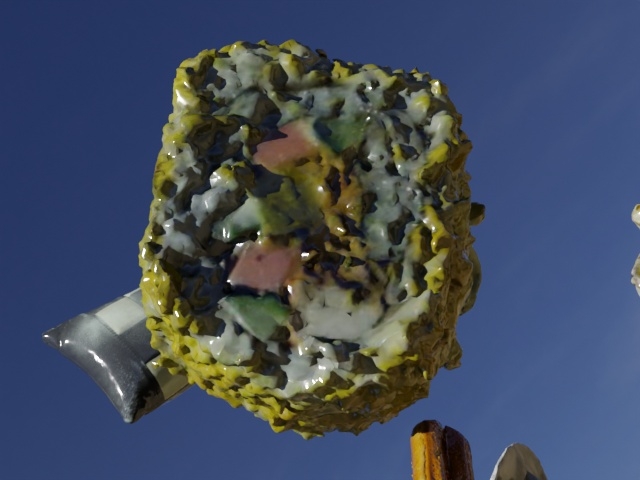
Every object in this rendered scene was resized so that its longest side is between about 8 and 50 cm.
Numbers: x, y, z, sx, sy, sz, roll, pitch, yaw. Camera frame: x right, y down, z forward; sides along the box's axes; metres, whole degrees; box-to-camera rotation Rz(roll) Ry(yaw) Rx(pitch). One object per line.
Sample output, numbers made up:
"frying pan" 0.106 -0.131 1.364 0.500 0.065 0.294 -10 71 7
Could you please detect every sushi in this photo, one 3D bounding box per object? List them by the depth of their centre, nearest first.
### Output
"sushi" 0.000 0.000 1.561 0.240 0.351 0.396 93 -175 -65

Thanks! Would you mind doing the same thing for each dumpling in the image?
"dumpling" 0.295 0.422 2.142 0.293 0.163 0.204 -39 -29 -55

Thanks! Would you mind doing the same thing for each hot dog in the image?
"hot dog" 0.124 0.247 1.510 0.071 0.165 0.045 22 -53 -21

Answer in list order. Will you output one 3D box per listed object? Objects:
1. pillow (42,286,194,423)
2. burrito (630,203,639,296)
"pillow" -0.185 0.113 1.816 0.250 0.186 0.106 -29 -40 -28
"burrito" 0.578 0.037 1.987 0.332 0.190 0.135 -2 -24 10
